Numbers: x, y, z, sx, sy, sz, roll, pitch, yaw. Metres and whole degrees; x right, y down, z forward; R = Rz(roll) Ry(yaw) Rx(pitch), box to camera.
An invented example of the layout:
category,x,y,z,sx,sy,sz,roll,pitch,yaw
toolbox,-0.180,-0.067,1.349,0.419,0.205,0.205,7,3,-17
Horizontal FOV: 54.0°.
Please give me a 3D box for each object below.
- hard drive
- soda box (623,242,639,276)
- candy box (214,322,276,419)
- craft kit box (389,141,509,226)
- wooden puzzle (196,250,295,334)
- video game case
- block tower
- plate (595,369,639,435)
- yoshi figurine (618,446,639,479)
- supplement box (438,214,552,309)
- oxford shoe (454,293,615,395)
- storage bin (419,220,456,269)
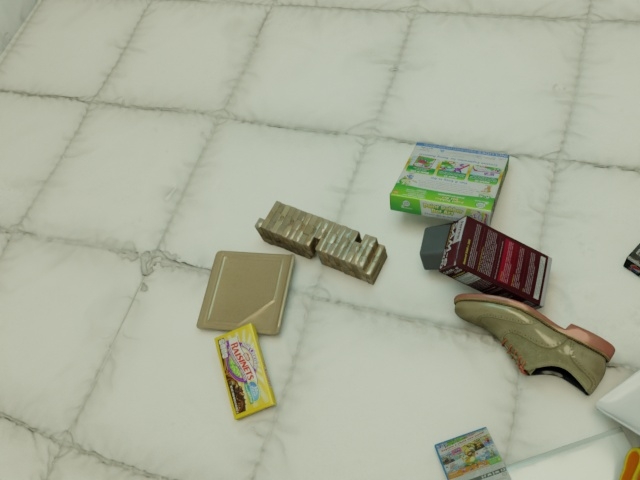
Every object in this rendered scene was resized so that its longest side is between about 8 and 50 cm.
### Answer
category,x,y,z,sx,sy,sz,roll,pitch,yaw
hard drive,0.489,0.514,1.228,0.307,0.040,0.203,-20,58,2
soda box,0.771,0.008,1.433,0.169,0.053,0.060,-43,60,-11
candy box,-0.181,0.310,1.499,0.105,0.027,0.206,-23,66,8
craft kit box,0.330,-0.148,1.587,0.250,0.061,0.246,12,41,21
wooden puzzle,-0.189,0.133,1.618,0.239,0.044,0.221,1,62,20
video game case,0.313,0.466,1.276,0.119,0.015,0.166,-21,35,3
block tower,0.000,0.000,1.613,0.335,0.091,0.097,20,67,23
plate,0.707,0.298,1.171,0.277,0.045,0.278,-34,15,-4
yoshi figurine,0.739,0.467,1.095,0.362,0.203,0.203,24,50,7
supplement box,0.397,0.056,1.421,0.239,0.073,0.130,26,65,-13
oxford shoe,0.441,0.218,1.362,0.348,0.123,0.130,21,73,25
storage bin,0.297,0.020,1.525,0.091,0.098,0.135,-6,36,25
